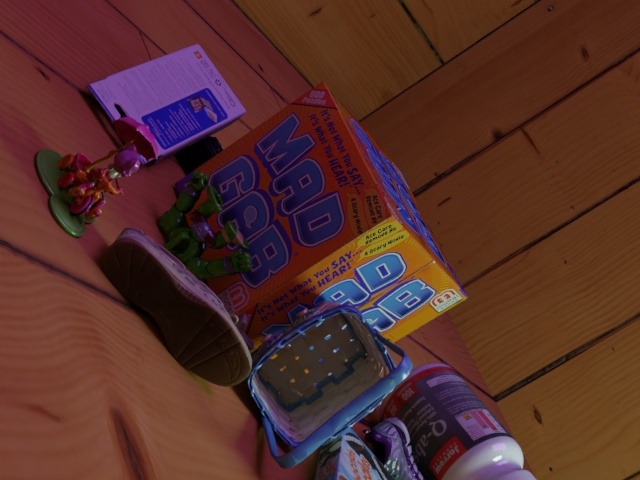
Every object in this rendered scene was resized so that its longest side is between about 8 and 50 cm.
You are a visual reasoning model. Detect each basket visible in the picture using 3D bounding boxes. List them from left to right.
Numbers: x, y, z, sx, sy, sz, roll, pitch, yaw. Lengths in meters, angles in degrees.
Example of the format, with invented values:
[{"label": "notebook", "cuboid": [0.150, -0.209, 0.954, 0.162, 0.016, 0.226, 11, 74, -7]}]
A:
[{"label": "basket", "cuboid": [0.002, 0.230, 1.573, 0.201, 0.254, 0.289, 56, -6, -23]}]

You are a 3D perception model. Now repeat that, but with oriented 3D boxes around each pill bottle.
[{"label": "pill bottle", "cuboid": [0.300, 0.450, 2.072, 0.210, 0.210, 0.363, 44, 4, -47]}]

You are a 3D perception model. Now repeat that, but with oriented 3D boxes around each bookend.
[{"label": "bookend", "cuboid": [-0.261, -0.211, 2.046, 0.156, 0.072, 0.157, 58, 12, 8]}]

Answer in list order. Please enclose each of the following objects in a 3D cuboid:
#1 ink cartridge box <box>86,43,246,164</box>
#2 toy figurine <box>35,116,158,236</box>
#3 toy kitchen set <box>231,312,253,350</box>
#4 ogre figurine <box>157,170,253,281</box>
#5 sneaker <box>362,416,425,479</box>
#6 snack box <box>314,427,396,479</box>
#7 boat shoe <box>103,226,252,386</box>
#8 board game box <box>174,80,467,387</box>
[{"label": "ink cartridge box", "cuboid": [-0.299, -0.259, 1.872, 0.176, 0.069, 0.371, 55, 32, -3]}, {"label": "toy figurine", "cuboid": [-0.309, -0.107, 1.401, 0.130, 0.159, 0.173, 48, 16, -36]}, {"label": "toy kitchen set", "cuboid": [-0.132, 0.167, 1.608, 0.075, 0.068, 0.083, 51, 14, -24]}, {"label": "ogre figurine", "cuboid": [-0.205, -0.012, 1.660, 0.197, 0.118, 0.097, 58, 8, -1]}, {"label": "sneaker", "cuboid": [0.148, 0.478, 1.968, 0.098, 0.083, 0.224, -13, 78, -38]}, {"label": "snack box", "cuboid": [0.073, 0.431, 1.613, 0.187, 0.060, 0.322, 49, 7, -3]}, {"label": "boat shoe", "cuboid": [-0.200, 0.095, 1.442, 0.285, 0.104, 0.089, 53, 16, -17]}, {"label": "board game box", "cuboid": [0.000, 0.000, 1.855, 0.356, 0.356, 0.356, 42, 19, -50]}]
